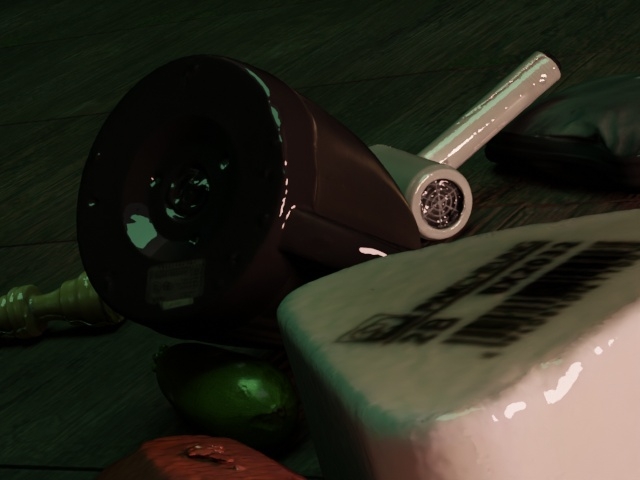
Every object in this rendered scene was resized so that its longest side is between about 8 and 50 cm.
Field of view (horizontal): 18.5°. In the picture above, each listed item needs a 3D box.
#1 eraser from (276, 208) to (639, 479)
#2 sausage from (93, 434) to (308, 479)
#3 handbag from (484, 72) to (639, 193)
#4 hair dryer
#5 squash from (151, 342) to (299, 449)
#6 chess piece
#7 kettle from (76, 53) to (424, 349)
[{"bbox_3d":[0.114,0.103,1.146,0.331,0.150,0.331,-15,18,5],"label":"eraser"},{"bbox_3d":[-0.048,0.189,1.024,0.152,0.152,0.279,-21,15,-16],"label":"sausage"},{"bbox_3d":[0.291,-0.103,1.786,0.191,0.075,0.332,-19,14,-20],"label":"handbag"},{"bbox_3d":[0.142,-0.092,1.794,0.236,0.073,0.131,-38,24,-16],"label":"hair dryer"},{"bbox_3d":[-0.076,0.108,1.442,0.066,0.066,0.201,-23,18,-22],"label":"squash"},{"bbox_3d":[-0.262,0.064,1.778,0.172,0.060,0.060,-13,17,19],"label":"chess piece"},{"bbox_3d":[-0.008,-0.012,1.495,0.250,0.207,0.271,-19,-25,31],"label":"kettle"}]
